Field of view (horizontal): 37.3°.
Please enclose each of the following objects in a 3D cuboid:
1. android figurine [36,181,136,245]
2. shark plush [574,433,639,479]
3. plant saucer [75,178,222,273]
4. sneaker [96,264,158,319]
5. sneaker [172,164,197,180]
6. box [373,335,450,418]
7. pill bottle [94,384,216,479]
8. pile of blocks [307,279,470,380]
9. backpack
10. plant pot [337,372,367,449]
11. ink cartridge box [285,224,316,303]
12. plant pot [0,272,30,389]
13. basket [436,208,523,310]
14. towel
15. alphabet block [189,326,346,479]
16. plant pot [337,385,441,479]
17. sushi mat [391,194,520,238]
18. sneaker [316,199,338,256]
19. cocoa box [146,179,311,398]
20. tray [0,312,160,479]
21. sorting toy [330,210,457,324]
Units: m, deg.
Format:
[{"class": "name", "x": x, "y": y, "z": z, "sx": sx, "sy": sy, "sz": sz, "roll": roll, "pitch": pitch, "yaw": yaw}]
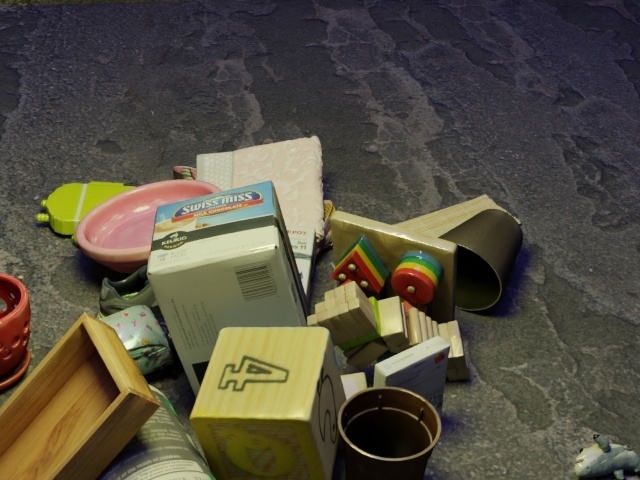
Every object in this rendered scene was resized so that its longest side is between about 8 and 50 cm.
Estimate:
[{"class": "android figurine", "x": -0.532, "y": -0.070, "z": 2.254, "sx": 0.272, "sy": 0.056, "sz": 0.248, "roll": 0, "pitch": 35, "yaw": -7}, {"class": "shark plush", "x": 0.520, "y": 0.398, "z": 1.659, "sx": 0.161, "sy": 0.073, "sz": 0.067, "roll": 19, "pitch": 52, "yaw": -13}, {"class": "plant saucer", "x": -0.362, "y": -0.026, "z": 2.070, "sx": 0.332, "sy": 0.084, "sz": 0.332, "roll": -10, "pitch": 28, "yaw": 5}, {"class": "sneaker", "x": -0.313, "y": 0.107, "z": 1.946, "sx": 0.300, "sy": 0.121, "sz": 0.111, "roll": -15, "pitch": 39, "yaw": -24}, {"class": "sneaker", "x": -0.286, "y": -0.152, "z": 2.399, "sx": 0.178, "sy": 0.072, "sz": 0.077, "roll": 15, "pitch": 22, "yaw": 5}, {"class": "box", "x": 0.157, "y": 0.273, "z": 1.672, "sx": 0.145, "sy": 0.186, "sz": 0.038, "roll": -21, "pitch": 40, "yaw": -29}, {"class": "pill bottle", "x": -0.301, "y": 0.355, "z": 1.506, "sx": 0.204, "sy": 0.204, "sz": 0.361, "roll": -16, "pitch": 39, "yaw": -25}, {"class": "pile of blocks", "x": 0.131, "y": 0.170, "z": 1.801, "sx": 0.362, "sy": 0.149, "sz": 0.113, "roll": 26, "pitch": 40, "yaw": -28}, {"class": "backpack", "x": -0.366, "y": 0.199, "z": 1.814, "sx": 0.182, "sy": 0.115, "sz": 0.152, "roll": -18, "pitch": 41, "yaw": -23}, {"class": "plant pot", "x": 0.035, "y": 0.312, "z": 1.687, "sx": 0.109, "sy": 0.109, "sz": 0.096, "roll": -7, "pitch": 46, "yaw": -14}, {"class": "ink cartridge box", "x": -0.093, "y": 0.068, "z": 2.001, "sx": 0.153, "sy": 0.087, "sz": 0.208, "roll": 4, "pitch": 52, "yaw": 4}, {"class": "plant pot", "x": -0.635, "y": 0.177, "z": 1.775, "sx": 0.191, "sy": 0.174, "sz": 0.191, "roll": 1, "pitch": 34, "yaw": -1}, {"class": "basket", "x": 0.347, "y": 0.031, "z": 2.085, "sx": 0.204, "sy": 0.154, "sz": 0.227, "roll": 22, "pitch": 35, "yaw": 25}, {"class": "towel", "x": -0.149, "y": -0.106, "z": 2.220, "sx": 0.317, "sy": 0.053, "sz": 0.332, "roll": -8, "pitch": 48, "yaw": 7}, {"class": "alphabet block", "x": -0.077, "y": 0.271, "z": 1.527, "sx": 0.193, "sy": 0.192, "sz": 0.197, "roll": -3, "pitch": 39, "yaw": 15}, {"class": "plant pot", "x": 0.107, "y": 0.358, "z": 1.562, "sx": 0.167, "sy": 0.165, "sz": 0.167, "roll": 2, "pitch": 33, "yaw": -1}, {"class": "sushi mat", "x": 0.319, "y": -0.035, "z": 2.292, "sx": 0.316, "sy": 0.019, "sz": 0.151, "roll": -18, "pitch": 40, "yaw": -27}, {"class": "sneaker", "x": 0.000, "y": 0.000, "z": 2.179, "sx": 0.069, "sy": 0.084, "sz": 0.185, "roll": 5, "pitch": 56, "yaw": 38}, {"class": "cocoa box", "x": -0.150, "y": 0.108, "z": 1.723, "sx": 0.231, "sy": 0.347, "sz": 0.228, "roll": -12, "pitch": 33, "yaw": 4}, {"class": "tray", "x": -0.432, "y": 0.329, "z": 1.431, "sx": 0.411, "sy": 0.076, "sz": 0.203, "roll": -48, "pitch": 44, "yaw": 3}, {"class": "sorting toy", "x": 0.136, "y": 0.087, "z": 1.904, "sx": 0.257, "sy": 0.255, "sz": 0.089, "roll": 16, "pitch": 52, "yaw": 19}]
